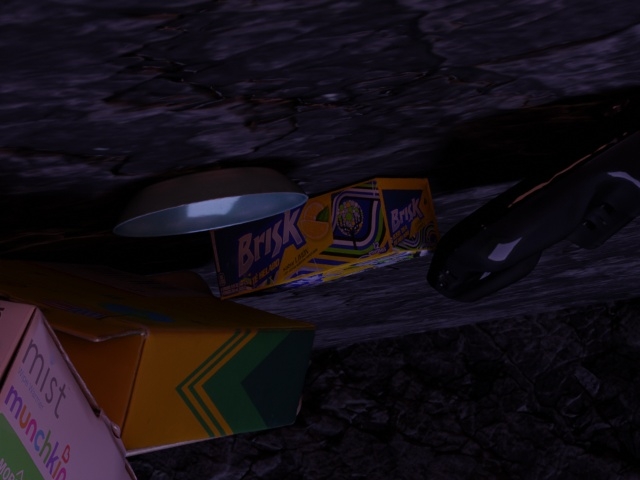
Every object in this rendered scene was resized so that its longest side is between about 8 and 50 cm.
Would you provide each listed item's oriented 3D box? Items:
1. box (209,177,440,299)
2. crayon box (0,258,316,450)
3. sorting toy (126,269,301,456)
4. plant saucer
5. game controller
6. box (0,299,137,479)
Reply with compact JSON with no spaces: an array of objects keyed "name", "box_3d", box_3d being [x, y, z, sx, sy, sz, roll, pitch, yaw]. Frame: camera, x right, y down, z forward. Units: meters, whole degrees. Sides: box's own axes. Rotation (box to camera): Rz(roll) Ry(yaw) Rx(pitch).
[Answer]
[{"name":"box","box_3d":[0.000,0.000,1.121,0.169,0.054,0.059,-17,170,41]},{"name":"crayon box","box_3d":[-0.158,0.070,1.059,0.202,0.081,0.318,15,-177,23]},{"name":"sorting toy","box_3d":[-0.196,0.110,1.251,0.307,0.041,0.229,-9,-152,-23]},{"name":"plant saucer","box_3d":[-0.067,-0.025,0.952,0.119,0.021,0.119,-11,173,-1]},{"name":"game controller","box_3d":[0.148,-0.020,1.044,0.166,0.067,0.319,-23,173,-1]},{"name":"box","box_3d":[-0.236,0.141,0.903,0.231,0.127,0.262,8,143,20]}]
